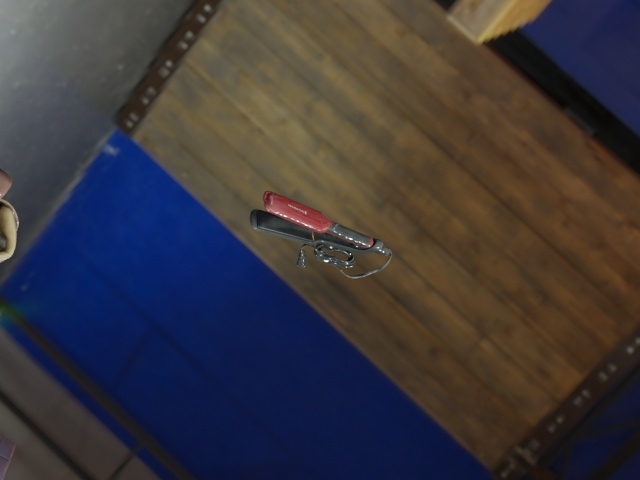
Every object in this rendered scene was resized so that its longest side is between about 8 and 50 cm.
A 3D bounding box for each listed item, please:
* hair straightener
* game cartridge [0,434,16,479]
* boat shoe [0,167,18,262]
[{"bbox_3d":[0.000,0.000,1.865,0.089,0.230,0.047,-50,-144,36],"label":"hair straightener"},{"bbox_3d":[-0.454,0.405,1.488,0.355,0.068,0.230,-56,-171,23],"label":"game cartridge"},{"bbox_3d":[-0.402,-0.009,1.474,0.123,0.123,0.342,-62,-175,-33],"label":"boat shoe"}]
